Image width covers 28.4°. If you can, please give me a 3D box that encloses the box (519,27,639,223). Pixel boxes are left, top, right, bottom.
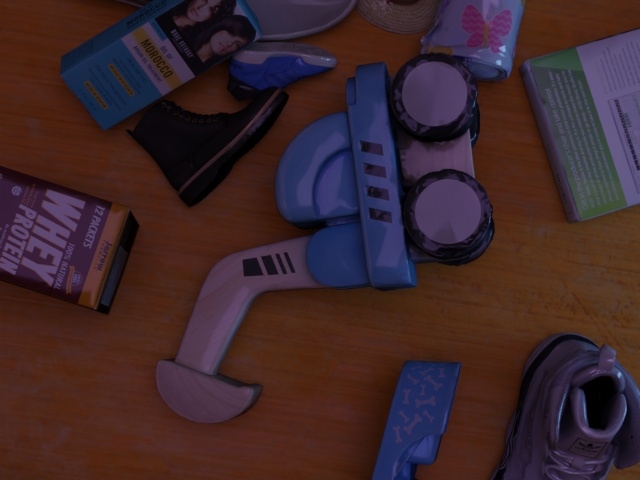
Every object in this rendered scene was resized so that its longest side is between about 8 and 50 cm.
[{"bbox_3d":[0.458,-0.177,1.731,0.322,0.058,0.232,-16,86,-7],"label":"box"}]

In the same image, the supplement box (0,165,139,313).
[{"bbox_3d":[-0.341,0.000,1.575,0.191,0.194,0.129,18,83,-3],"label":"supplement box"}]

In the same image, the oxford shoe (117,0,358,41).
[{"bbox_3d":[-0.164,-0.367,1.659,0.450,0.130,0.169,11,79,-6],"label":"oxford shoe"}]

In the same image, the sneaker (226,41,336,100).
[{"bbox_3d":[-0.054,-0.218,1.693,0.152,0.058,0.084,-3,120,-30],"label":"sneaker"}]

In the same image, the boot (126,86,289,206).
[{"bbox_3d":[-0.150,-0.159,1.649,0.198,0.077,0.137,-45,85,10],"label":"boot"}]

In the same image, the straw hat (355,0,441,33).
[{"bbox_3d":[0.112,-0.353,1.714,0.145,0.061,0.144,0,85,-5],"label":"straw hat"}]

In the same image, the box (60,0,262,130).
[{"bbox_3d":[-0.205,-0.248,1.625,0.244,0.060,0.100,-30,123,9],"label":"box"}]

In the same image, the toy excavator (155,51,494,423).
[{"bbox_3d":[0.000,0.000,1.623,0.445,0.222,0.432,-7,86,8],"label":"toy excavator"}]

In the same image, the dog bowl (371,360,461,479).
[{"bbox_3d":[0.109,0.290,1.611,0.074,0.166,0.297,15,84,9],"label":"dog bowl"}]

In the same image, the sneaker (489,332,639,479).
[{"bbox_3d":[0.303,0.294,1.596,0.137,0.210,0.365,14,84,-3],"label":"sneaker"}]

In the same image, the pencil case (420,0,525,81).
[{"bbox_3d":[0.218,-0.348,1.697,0.124,0.113,0.273,11,84,20],"label":"pencil case"}]
